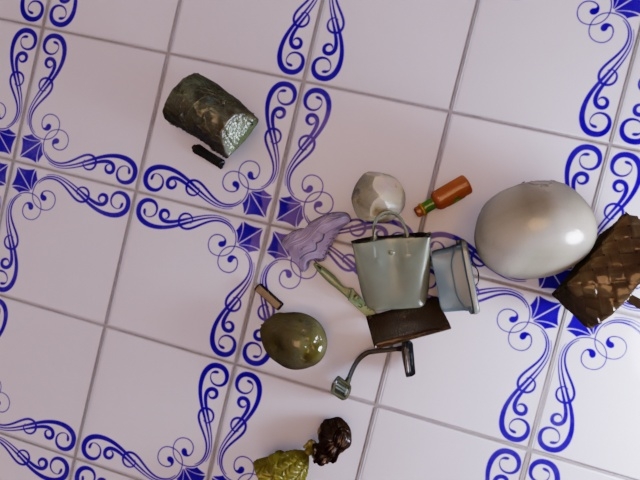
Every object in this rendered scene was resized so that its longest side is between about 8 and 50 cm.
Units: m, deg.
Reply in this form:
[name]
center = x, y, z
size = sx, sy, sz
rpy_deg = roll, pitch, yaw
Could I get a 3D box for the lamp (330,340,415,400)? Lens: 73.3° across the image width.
[lamp]
center = 0.160, 0.398, 1.345
size = 0.283, 0.203, 0.125
rpy_deg = -23, 68, 10

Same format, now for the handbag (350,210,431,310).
[handbag]
center = 0.220, 0.065, 1.318
size = 0.241, 0.109, 0.316
rpy_deg = -6, 118, 5

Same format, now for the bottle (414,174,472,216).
[bottle]
center = 0.387, -0.135, 1.376
size = 0.187, 0.069, 0.069
rpy_deg = -29, 87, 8

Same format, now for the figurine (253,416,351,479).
[figurine]
center = -0.035, 0.699, 1.405
size = 0.315, 0.168, 0.187
rpy_deg = -38, 75, -3

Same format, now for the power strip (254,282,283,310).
[power strip]
center = -0.174, 0.190, 1.460
size = 0.111, 0.038, 0.029
rpy_deg = 41, 93, 5

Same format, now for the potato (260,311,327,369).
[potato]
center = -0.089, 0.321, 1.396
size = 0.235, 0.160, 0.178
rpy_deg = 22, 68, 20

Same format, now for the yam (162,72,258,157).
[yam]
center = -0.357, -0.403, 1.411
size = 0.271, 0.201, 0.202
rpy_deg = 36, 95, -1

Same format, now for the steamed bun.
[steamed bun]
center = 0.603, -0.009, 1.216
size = 0.324, 0.324, 0.206
rpy_deg = -7, 58, 7

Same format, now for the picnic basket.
[picnic basket]
center = 0.879, 0.133, 1.192
size = 0.337, 0.293, 0.337
rpy_deg = -5, 74, 17

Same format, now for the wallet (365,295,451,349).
[wallet]
center = 0.274, 0.263, 1.363
size = 0.243, 0.133, 0.039
rpy_deg = -17, 127, 3

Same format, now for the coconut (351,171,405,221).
[coconut]
center = 0.171, -0.136, 1.345
size = 0.162, 0.161, 0.161
rpy_deg = 12, 92, -31

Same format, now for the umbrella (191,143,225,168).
[umbrella]
center = -0.387, -0.294, 1.489
size = 0.133, 0.031, 0.036
rpy_deg = 32, 68, 6

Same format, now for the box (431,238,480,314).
[box]
center = 0.422, 0.113, 1.329
size = 0.130, 0.162, 0.227
rpy_deg = -10, 89, 17

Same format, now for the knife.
[knife]
center = 0.089, 0.171, 1.436
size = 0.293, 0.020, 0.043
rpy_deg = 43, 93, 4

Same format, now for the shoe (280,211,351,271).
[shoe]
center = 0.000, 0.000, 1.413
size = 0.245, 0.095, 0.138
rpy_deg = -27, 90, 10
